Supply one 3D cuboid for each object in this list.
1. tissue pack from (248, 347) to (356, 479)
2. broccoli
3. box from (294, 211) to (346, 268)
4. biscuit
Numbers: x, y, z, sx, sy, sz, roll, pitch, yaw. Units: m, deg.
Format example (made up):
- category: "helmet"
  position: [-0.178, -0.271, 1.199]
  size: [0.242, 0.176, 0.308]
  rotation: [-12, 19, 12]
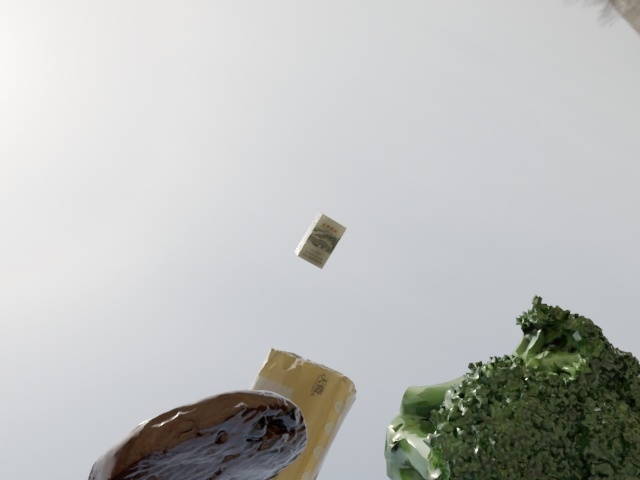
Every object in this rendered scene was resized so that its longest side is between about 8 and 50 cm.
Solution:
- category: "tissue pack"
  position: [-0.058, 0.311, 0.867]
  size: [0.186, 0.090, 0.222]
  rotation: [13, -116, 35]
- category: "broccoli"
  position: [0.148, 0.190, 0.352]
  size: [0.261, 0.241, 0.269]
  rotation: [-46, -53, -28]
- category: "box"
  position: [0.000, 0.000, 0.858]
  size: [0.054, 0.083, 0.024]
  rotation: [30, -176, -22]
- category: "biscuit"
  position: [-0.096, 0.190, 0.429]
  size: [0.191, 0.192, 0.049]
  rotation: [-6, -132, -35]
